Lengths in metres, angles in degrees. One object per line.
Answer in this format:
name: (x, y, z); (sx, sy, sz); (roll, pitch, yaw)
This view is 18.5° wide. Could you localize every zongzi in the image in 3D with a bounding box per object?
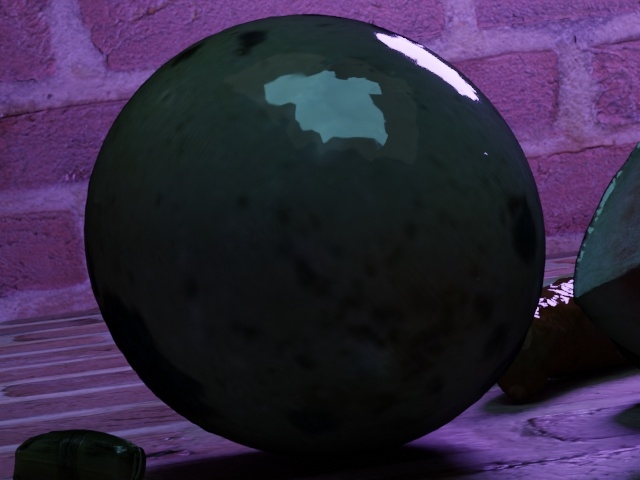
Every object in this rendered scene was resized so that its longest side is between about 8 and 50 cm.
zongzi: (-0.159, 0.170, 1.477); (0.104, 0.052, 0.113); (3, -6, 26)

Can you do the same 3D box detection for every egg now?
egg: (0.000, 0.000, 1.526); (0.345, 0.345, 0.428); (-8, 16, -28)

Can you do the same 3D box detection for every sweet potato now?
sweet potato: (0.244, 0.085, 1.851); (0.114, 0.092, 0.341); (26, 22, 34)

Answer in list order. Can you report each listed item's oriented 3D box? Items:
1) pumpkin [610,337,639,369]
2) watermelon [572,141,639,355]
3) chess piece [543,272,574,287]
pumpkin: (0.332, 0.053, 1.639); (0.190, 0.146, 0.190); (15, 7, -2)
watermelon: (0.348, 0.012, 1.429); (0.283, 0.250, 0.292); (33, -5, 4)
chess piece: (0.351, 0.043, 2.121); (0.298, 0.175, 0.176); (-21, 6, -16)
